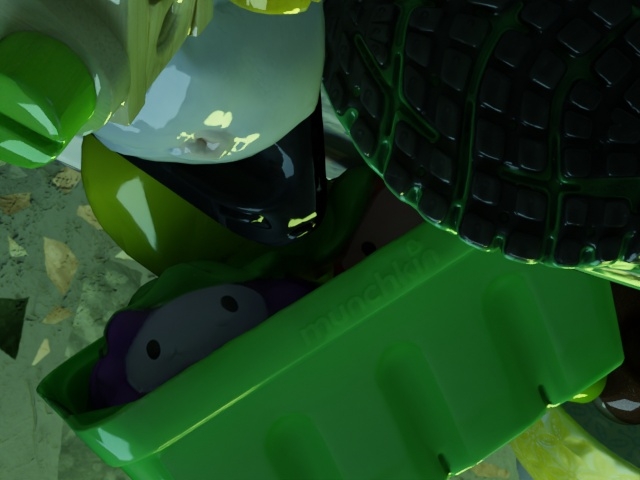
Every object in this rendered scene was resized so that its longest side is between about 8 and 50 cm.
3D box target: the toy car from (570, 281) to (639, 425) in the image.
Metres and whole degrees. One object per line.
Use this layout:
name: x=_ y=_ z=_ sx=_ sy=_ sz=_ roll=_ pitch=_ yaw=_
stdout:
toy car: x=0.306 y=0.068 z=1.152 sx=0.155 sy=0.149 sz=0.188 roll=13 pitch=154 yaw=-32

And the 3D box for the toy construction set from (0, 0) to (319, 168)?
toy construction set: x=-0.084 y=-0.146 z=0.294 sx=0.215 sy=0.151 sz=0.327 roll=19 pitch=149 yaw=11

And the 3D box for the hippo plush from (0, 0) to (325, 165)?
hippo plush: x=-0.101 y=-0.150 z=0.553 sx=0.237 sy=0.234 sz=0.294 roll=3 pitch=125 yaw=17

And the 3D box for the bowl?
bowl: x=0.275 y=0.185 z=1.316 sx=0.289 sy=0.156 sz=0.289 roll=21 pitch=-148 yaw=-14

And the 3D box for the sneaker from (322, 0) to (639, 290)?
sneaker: x=0.149 y=-0.032 z=0.693 sx=0.343 sy=0.134 sz=0.146 roll=28 pitch=-178 yaw=-6

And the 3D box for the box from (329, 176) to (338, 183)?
box: x=0.000 y=0.000 z=1.316 sx=0.180 sy=0.077 sz=0.147 roll=-21 pitch=-165 yaw=-24

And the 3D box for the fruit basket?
fruit basket: x=-0.033 y=-0.007 z=0.908 sx=0.392 sy=0.392 sz=0.283 roll=25 pitch=174 yaw=-17

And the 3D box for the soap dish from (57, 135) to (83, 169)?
soap dish: x=-0.174 y=-0.119 z=1.212 sx=0.229 sy=0.118 sz=0.291 roll=23 pitch=173 yaw=7

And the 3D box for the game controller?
game controller: x=-0.116 y=-0.121 z=0.788 sx=0.319 sy=0.067 sz=0.166 roll=33 pitch=136 yaw=32
